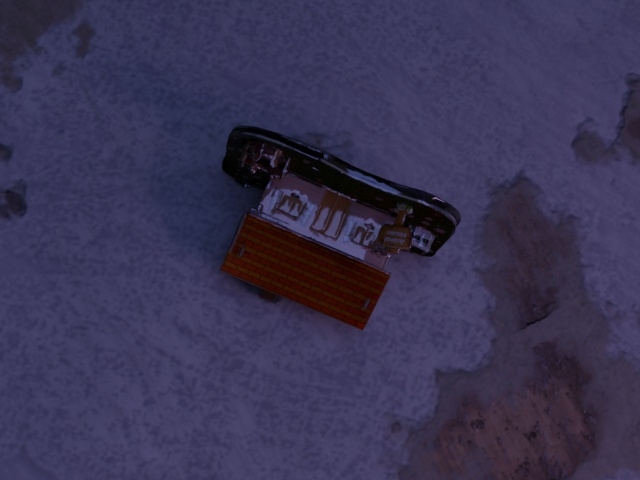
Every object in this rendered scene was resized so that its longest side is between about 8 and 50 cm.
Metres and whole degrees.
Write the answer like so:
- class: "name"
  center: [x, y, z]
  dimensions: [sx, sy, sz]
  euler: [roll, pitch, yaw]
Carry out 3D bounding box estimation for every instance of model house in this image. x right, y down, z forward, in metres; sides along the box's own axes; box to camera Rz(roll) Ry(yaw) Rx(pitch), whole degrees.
- class: "model house"
  center: [-0.001, 0.000, 1.567]
  dimensions: [0.294, 0.207, 0.154]
  euler: [22, 75, -2]
